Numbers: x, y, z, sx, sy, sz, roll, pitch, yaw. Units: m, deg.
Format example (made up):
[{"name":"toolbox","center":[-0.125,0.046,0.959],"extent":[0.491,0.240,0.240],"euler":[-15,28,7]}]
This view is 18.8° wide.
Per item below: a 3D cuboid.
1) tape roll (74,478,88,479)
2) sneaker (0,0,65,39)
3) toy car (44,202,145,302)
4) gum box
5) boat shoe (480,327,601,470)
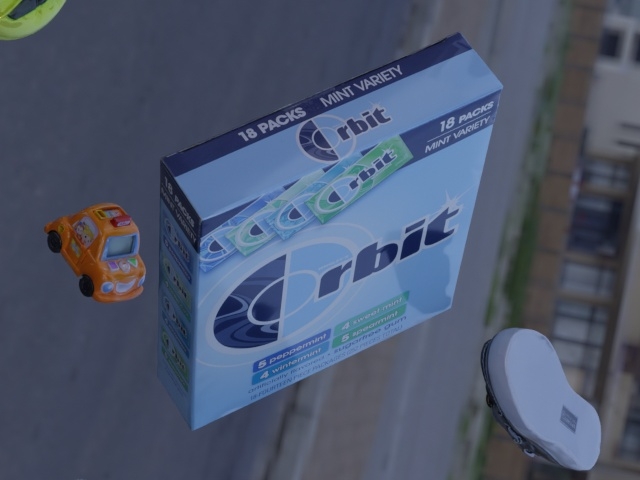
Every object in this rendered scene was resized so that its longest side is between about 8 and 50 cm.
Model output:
[{"name":"tape roll","center":[-0.075,0.227,1.054],"extent":[0.072,0.219,0.219],"euler":[-49,171,-3]},{"name":"sneaker","center":[-0.189,-0.247,1.261],"extent":[0.109,0.123,0.296],"euler":[52,47,-32]},{"name":"toy car","center":[-0.141,-0.004,0.971],"extent":[0.040,0.122,0.060],"euler":[-54,-136,32]},{"name":"gum box","center":[0.000,0.000,0.916],"extent":[0.041,0.157,0.184],"euler":[55,-23,28]},{"name":"boat shoe","center":[0.111,0.088,1.040],"extent":[0.142,0.040,0.049],"euler":[48,53,-51]}]
